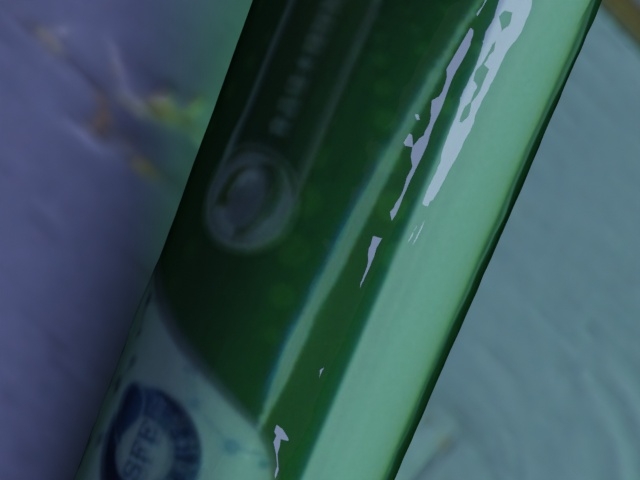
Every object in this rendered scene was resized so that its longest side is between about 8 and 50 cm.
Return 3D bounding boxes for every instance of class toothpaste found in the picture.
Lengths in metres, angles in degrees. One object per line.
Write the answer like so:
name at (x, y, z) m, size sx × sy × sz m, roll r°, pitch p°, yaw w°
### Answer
toothpaste at (0.000, 0.000, 0.427) m, size 0.061 × 0.098 × 0.392 m, roll 16°, pitch 97°, yaw -53°
